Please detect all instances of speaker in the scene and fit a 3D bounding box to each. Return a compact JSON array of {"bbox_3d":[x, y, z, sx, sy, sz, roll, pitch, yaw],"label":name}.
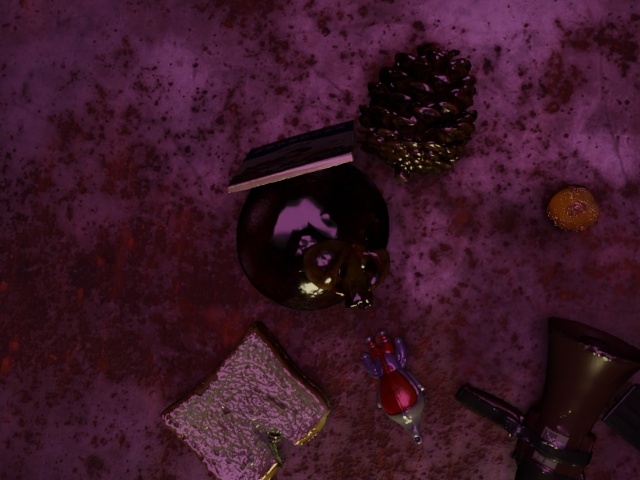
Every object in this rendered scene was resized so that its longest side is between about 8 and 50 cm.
[{"bbox_3d":[0.415,0.302,1.504,0.259,0.198,0.330,25,100,-6],"label":"speaker"}]

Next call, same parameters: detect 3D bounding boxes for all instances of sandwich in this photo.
[{"bbox_3d":[-0.140,0.342,1.613,0.273,0.095,0.249,-44,87,3],"label":"sandwich"}]

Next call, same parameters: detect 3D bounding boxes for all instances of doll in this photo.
[{"bbox_3d":[0.149,0.287,1.585,0.102,0.075,0.228,-30,75,20],"label":"doll"}]

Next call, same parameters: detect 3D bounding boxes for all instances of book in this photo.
[{"bbox_3d":[-0.046,-0.162,1.507,0.228,0.322,0.018,-14,107,6],"label":"book"}]

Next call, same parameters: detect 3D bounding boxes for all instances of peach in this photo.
[{"bbox_3d":[0.484,-0.065,1.559,0.098,0.061,0.098,5,111,13],"label":"peach"}]

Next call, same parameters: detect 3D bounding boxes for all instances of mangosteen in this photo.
[{"bbox_3d":[-0.012,-0.009,1.506,0.297,0.293,0.297,0,99,-3],"label":"mangosteen"}]

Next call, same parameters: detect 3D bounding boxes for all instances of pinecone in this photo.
[{"bbox_3d":[0.187,-0.240,1.527,0.224,0.224,0.273,21,87,7],"label":"pinecone"}]

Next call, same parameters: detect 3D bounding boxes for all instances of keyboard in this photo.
[{"bbox_3d":[0.577,0.326,1.446,0.103,0.041,0.381,-49,125,5],"label":"keyboard"}]
